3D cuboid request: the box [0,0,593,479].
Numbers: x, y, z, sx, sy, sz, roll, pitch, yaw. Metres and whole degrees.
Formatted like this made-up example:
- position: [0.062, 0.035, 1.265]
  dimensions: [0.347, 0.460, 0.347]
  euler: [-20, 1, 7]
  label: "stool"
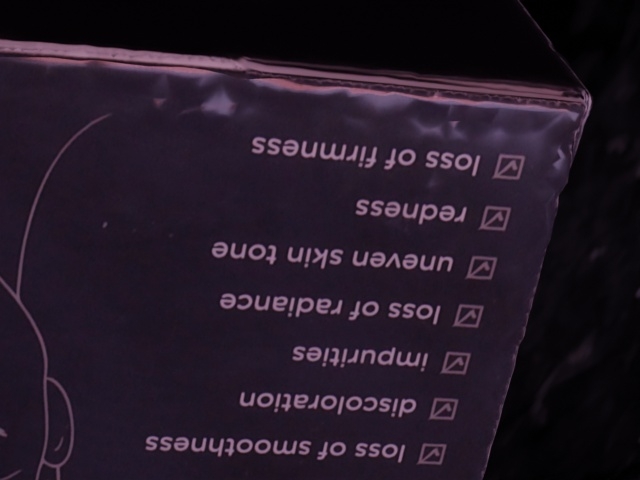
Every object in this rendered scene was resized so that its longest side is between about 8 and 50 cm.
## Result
- position: [-0.161, 0.052, 1.073]
  dimensions: [0.480, 0.297, 0.472]
  euler: [4, 118, -16]
  label: "box"
